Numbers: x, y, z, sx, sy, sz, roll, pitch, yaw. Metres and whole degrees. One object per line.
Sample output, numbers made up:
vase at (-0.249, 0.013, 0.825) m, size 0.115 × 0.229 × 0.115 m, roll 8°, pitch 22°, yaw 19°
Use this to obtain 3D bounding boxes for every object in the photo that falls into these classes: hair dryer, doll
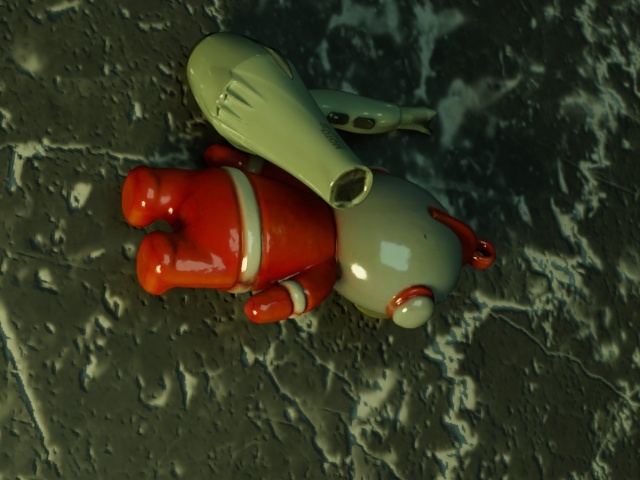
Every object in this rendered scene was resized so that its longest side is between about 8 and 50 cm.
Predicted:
hair dryer at (0.028, -0.088, 1.493) m, size 0.267 × 0.092 × 0.229 m, roll 12°, pitch 25°, yaw -25°
doll at (0.000, 0.000, 1.488) m, size 0.336 × 0.105 × 0.200 m, roll 3°, pitch 45°, yaw -24°
